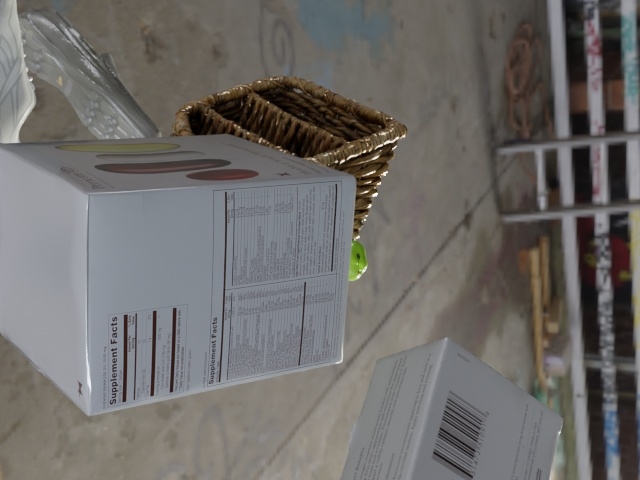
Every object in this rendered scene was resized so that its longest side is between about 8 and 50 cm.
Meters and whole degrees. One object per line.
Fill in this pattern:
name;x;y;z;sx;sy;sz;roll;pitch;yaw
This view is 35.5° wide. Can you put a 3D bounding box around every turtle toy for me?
turtle toy;0.000;0.000;1.115;0.066;0.130;0.095;-41;151;3

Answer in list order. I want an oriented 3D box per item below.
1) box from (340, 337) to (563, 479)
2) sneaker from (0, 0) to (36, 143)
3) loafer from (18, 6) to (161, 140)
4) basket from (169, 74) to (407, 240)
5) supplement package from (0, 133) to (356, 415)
box;0.133;0.228;1.020;0.182;0.119;0.181;35;55;-22
sneaker;-0.446;-0.237;1.362;0.118;0.110;0.292;3;97;-48
loafer;-0.375;-0.267;1.659;0.319;0.112;0.111;46;52;-1
basket;-0.075;-0.120;1.354;0.213;0.299;0.223;14;104;-40
supplement package;-0.114;0.009;0.741;0.203;0.194;0.149;-7;108;-35
